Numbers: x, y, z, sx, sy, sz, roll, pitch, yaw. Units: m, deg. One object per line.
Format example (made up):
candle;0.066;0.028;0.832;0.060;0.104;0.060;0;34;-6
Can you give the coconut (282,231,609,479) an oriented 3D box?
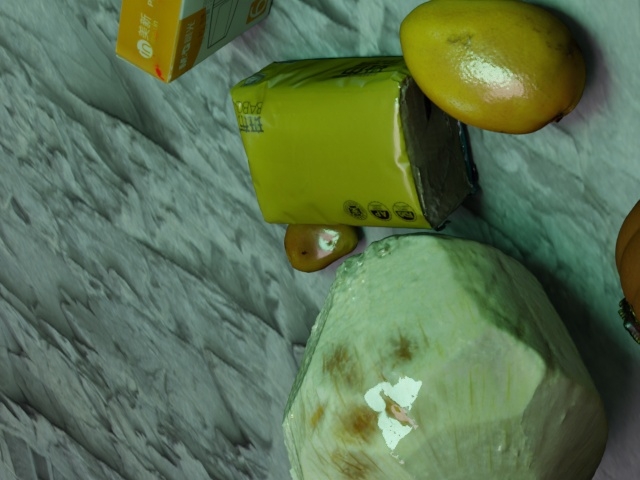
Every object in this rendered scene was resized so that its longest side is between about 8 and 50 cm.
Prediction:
coconut;0.138;0.205;1.758;0.415;0.344;0.415;173;90;-78

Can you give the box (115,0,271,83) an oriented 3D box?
box;-0.127;-0.342;1.768;0.091;0.221;0.274;32;136;17

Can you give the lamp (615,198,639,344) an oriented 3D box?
lamp;0.398;0.039;1.555;0.196;0.223;0.223;-39;88;25

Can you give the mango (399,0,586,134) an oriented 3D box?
mango;0.181;-0.195;1.661;0.219;0.112;0.145;23;107;25

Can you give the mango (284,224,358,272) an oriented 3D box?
mango;0.000;0.000;1.997;0.114;0.060;0.080;-3;99;45

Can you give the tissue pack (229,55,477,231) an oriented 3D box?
tissue pack;0.036;-0.117;1.832;0.271;0.134;0.192;2;116;40
